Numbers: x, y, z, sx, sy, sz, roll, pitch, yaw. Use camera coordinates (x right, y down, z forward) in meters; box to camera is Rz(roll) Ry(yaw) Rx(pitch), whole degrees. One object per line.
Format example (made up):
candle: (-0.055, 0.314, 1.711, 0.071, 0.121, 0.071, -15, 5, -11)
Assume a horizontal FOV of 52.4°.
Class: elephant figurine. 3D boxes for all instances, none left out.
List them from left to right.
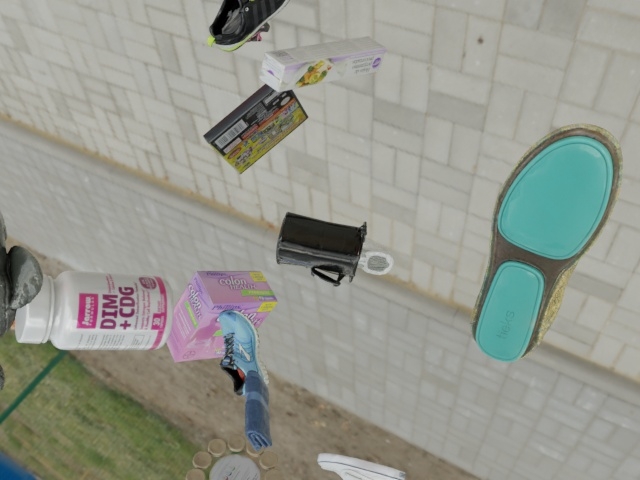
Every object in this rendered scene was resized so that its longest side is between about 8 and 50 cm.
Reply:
elephant figurine: (-0.458, 0.057, 0.874, 0.239, 0.169, 0.186, 55, 170, 17)

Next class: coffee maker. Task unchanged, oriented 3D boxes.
coffee maker: (0.000, 0.000, 1.400, 0.178, 0.120, 0.171, 12, 127, -1)

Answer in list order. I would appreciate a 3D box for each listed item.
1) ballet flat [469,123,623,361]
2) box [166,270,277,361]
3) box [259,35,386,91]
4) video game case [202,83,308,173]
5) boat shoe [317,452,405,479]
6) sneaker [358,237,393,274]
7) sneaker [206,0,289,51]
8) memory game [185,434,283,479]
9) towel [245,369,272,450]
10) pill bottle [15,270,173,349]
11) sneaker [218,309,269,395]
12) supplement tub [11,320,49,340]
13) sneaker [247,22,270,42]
ballet flat: (0.266, -0.001, 0.788, 0.123, 0.123, 0.348, 24, 131, 20)
box: (-0.275, 0.204, 1.764, 0.243, 0.214, 0.117, -55, 52, 29)
box: (0.012, -0.386, 1.410, 0.067, 0.324, 0.063, 42, 134, 25)
video game case: (-0.178, -0.328, 1.864, 0.035, 0.275, 0.248, 51, -178, 20)
boat shoe: (0.096, 0.625, 1.722, 0.258, 0.084, 0.095, 0, 153, 36)
sneaker: (0.092, 0.030, 1.864, 0.232, 0.115, 0.090, 17, 114, -6)
sneaker: (-0.131, -0.461, 1.258, 0.084, 0.234, 0.097, 41, -170, 5)
memory game: (-0.163, 0.452, 1.240, 0.186, 0.186, 0.012, 25, 132, 19)
towel: (-0.102, 0.276, 1.064, 0.029, 0.119, 0.067, -14, 134, 9)
pill bottle: (-0.461, 0.144, 1.333, 0.283, 0.160, 0.160, 6, 165, -33)
sneaker: (-0.148, 0.201, 1.159, 0.063, 0.073, 0.162, -28, 80, 41)
supplement tub: (-0.662, 0.142, 1.441, 0.117, 0.117, 0.190, 0, 155, 45)
sneaker: (-0.156, -0.440, 1.396, 0.119, 0.047, 0.057, -26, 133, 38)
